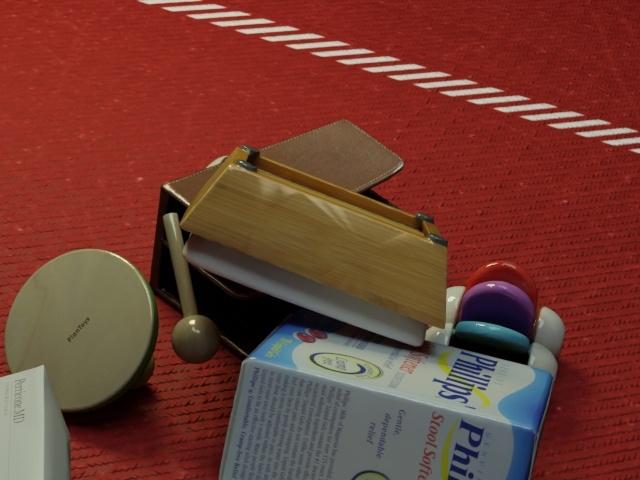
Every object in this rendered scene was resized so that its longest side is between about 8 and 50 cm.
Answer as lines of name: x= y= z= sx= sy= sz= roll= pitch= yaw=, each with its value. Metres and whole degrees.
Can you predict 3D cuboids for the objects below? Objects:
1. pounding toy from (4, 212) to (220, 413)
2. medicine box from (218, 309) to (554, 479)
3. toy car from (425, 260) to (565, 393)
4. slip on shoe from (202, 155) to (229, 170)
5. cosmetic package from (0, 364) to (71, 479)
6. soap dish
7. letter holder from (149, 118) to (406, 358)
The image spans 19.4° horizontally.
pounding toy: x=-0.219 y=0.100 z=2.054 sx=0.237 sy=0.110 sz=0.183 roll=-23 pitch=65 yaw=13
medicine box: x=0.073 y=0.192 z=1.875 sx=0.289 sy=0.149 sz=0.263 roll=13 pitch=10 yaw=8
toy car: x=0.202 y=0.097 z=2.142 sx=0.159 sy=0.136 sz=0.182 roll=14 pitch=33 yaw=7
slip on shoe: x=-0.150 y=-0.062 z=2.399 sx=0.041 sy=0.051 sz=0.135 roll=-20 pitch=26 yaw=35
cosmetic package: x=-0.365 y=0.273 z=1.651 sx=0.284 sy=0.097 sz=0.377 roll=-14 pitch=27 yaw=-2
soap dish: x=0.000 y=0.000 z=1.987 sx=0.290 sy=0.118 sz=0.229 roll=21 pitch=8 yaw=-3
letter holder: x=-0.017 y=0.003 z=2.228 sx=0.302 sy=0.152 sz=0.214 roll=-22 pitch=45 yaw=-39
